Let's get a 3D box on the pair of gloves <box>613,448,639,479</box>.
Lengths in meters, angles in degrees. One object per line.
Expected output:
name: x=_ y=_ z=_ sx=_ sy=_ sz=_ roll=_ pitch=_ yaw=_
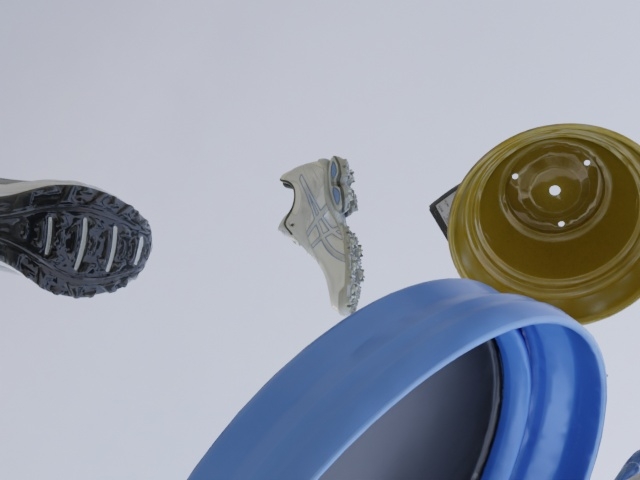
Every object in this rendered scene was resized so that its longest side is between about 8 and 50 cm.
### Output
pair of gloves: x=0.306 y=0.300 z=2.113 sx=0.159 sy=0.023 sz=0.198 roll=-44 pitch=165 yaw=-23

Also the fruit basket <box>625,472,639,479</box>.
fruit basket: x=0.382 y=0.297 z=1.624 sx=0.327 sy=0.165 sz=0.353 roll=-26 pitch=-163 yaw=-5

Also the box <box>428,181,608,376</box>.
box: x=0.233 y=0.060 z=2.237 sx=0.059 sy=0.183 sz=0.233 roll=-36 pitch=-125 yaw=13

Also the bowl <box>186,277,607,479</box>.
bowl: x=0.026 y=0.198 z=1.172 sx=0.077 sy=0.391 sz=0.391 roll=34 pitch=-91 yaw=31

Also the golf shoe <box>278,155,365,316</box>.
golf shoe: x=0.000 y=0.000 z=2.006 sx=0.069 sy=0.086 sz=0.176 roll=65 pitch=18 yaw=-68

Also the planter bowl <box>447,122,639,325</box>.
planter bowl: x=0.228 y=-0.031 z=1.817 sx=0.217 sy=0.217 sz=0.090 roll=-47 pitch=-163 yaw=22

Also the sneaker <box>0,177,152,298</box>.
sneaker: x=-0.276 y=-0.017 z=1.636 sx=0.108 sy=0.271 sz=0.100 roll=-140 pitch=-120 yaw=-66
